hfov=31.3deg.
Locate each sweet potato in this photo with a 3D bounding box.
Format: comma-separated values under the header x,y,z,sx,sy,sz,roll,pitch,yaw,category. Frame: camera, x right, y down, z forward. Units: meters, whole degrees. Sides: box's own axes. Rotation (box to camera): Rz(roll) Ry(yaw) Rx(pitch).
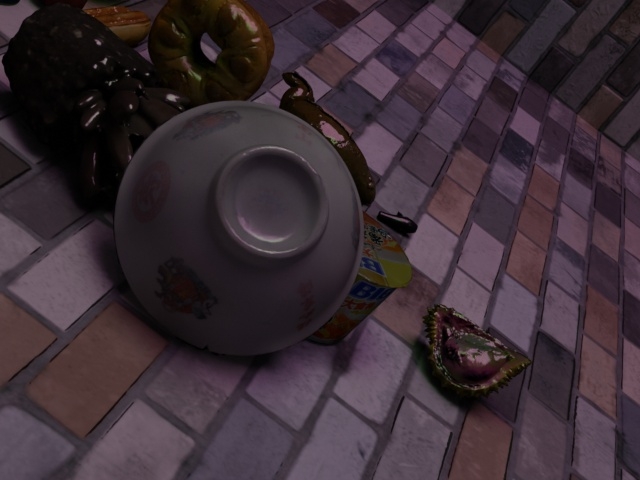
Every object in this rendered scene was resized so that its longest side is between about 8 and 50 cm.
x,y,z,sx,sy,sz,roll,pitch,yaw,category
-0.004,-0.200,2.147,0.310,0.098,0.124,52,21,22,sweet potato

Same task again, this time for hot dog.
x,y,z,sx,sy,sz,roll,pitch,yaw,category
-0.375,-0.347,1.916,0.102,0.076,0.249,18,22,27,hot dog

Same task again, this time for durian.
x,y,z,sx,sy,sz,roll,pitch,yaw,category
0.217,0.196,1.787,0.187,0.119,0.108,32,61,15,durian

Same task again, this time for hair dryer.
x,y,z,sx,sy,sz,roll,pitch,yaw,category
0.141,-0.043,2.158,0.079,0.031,0.083,22,14,-11,hair dryer

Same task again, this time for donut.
x,y,z,sx,sy,sz,roll,pitch,yaw,category
-0.189,-0.332,1.984,0.226,0.226,0.114,40,24,4,donut

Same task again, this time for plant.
x,y,z,sx,sy,sz,roll,pitch,yaw,category
-0.299,-0.181,1.619,0.320,0.181,0.194,50,22,21,plant

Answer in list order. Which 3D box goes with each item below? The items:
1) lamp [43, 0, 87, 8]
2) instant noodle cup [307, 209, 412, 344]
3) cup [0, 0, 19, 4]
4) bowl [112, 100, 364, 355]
x,y,z,sx,sy,sz,roll,pitch,yaw,category
-0.445,-0.440,1.975,0.101,0.090,0.101,44,38,-48,lamp
0.014,0.048,1.672,0.205,0.153,0.205,28,27,-16,instant noodle cup
-0.521,-0.499,1.895,0.131,0.155,0.176,28,28,-22,cup
-0.079,-0.032,1.440,0.345,0.345,0.157,33,-19,-10,bowl
